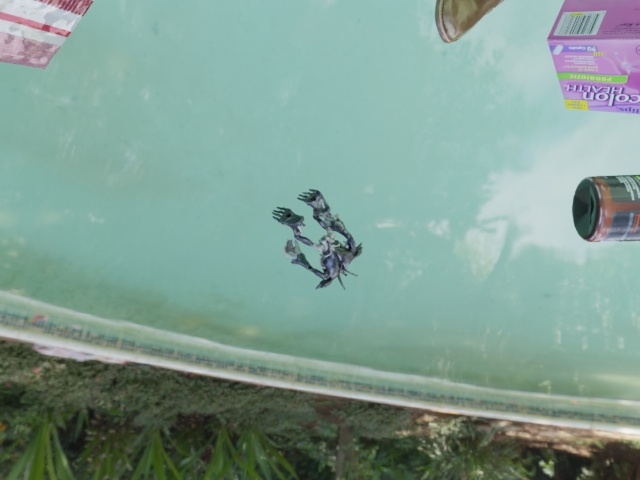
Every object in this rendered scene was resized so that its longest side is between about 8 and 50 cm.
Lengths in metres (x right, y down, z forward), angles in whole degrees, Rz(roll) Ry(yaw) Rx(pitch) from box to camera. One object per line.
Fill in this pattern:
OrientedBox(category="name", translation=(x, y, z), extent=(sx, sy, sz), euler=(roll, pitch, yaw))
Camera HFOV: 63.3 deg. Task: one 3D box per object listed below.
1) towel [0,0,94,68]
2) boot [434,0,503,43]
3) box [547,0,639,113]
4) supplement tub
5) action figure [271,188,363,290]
OrientedBox(category="towel", translation=(-0.420, -0.392, 0.754), extent=(0.329, 0.037, 0.237), euler=(-41, 176, 20))
OrientedBox(category="boot", translation=(0.318, -0.480, 0.957), extent=(0.115, 0.305, 0.112), euler=(17, 151, 45))
OrientedBox(category="box", translation=(0.627, -0.388, 1.097), extent=(0.214, 0.117, 0.243), euler=(18, 168, 40))
OrientedBox(category="supplement tub", translation=(0.506, -0.050, 0.798), extent=(0.198, 0.105, 0.106), euler=(-1, 161, 4))
OrientedBox(category="action figure", translation=(0.000, 0.000, 1.213), extent=(0.141, 0.164, 0.275), euler=(40, 166, 44))
